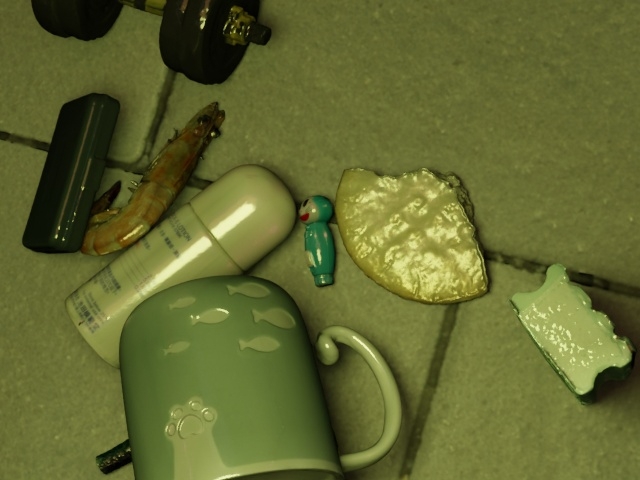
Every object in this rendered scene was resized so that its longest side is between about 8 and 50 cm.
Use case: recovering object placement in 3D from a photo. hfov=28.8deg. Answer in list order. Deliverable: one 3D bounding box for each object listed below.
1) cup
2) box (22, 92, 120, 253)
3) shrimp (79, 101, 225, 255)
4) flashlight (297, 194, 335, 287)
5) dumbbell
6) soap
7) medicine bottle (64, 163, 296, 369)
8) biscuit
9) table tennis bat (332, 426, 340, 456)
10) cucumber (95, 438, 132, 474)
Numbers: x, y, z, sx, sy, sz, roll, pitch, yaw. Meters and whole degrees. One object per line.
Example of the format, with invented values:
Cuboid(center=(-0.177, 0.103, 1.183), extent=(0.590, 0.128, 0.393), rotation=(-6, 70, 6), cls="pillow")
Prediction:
Cuboid(center=(-0.075, 0.196, 1.592), extent=(0.357, 0.259, 0.274), rotation=(-7, 65, -15), cls="cup")
Cuboid(center=(-0.358, -0.094, 1.784), extent=(0.050, 0.160, 0.230), rotation=(19, 80, -28), cls="box")
Cuboid(center=(-0.251, -0.088, 1.790), extent=(0.169, 0.058, 0.296), rotation=(4, 49, 43), cls="shrimp")
Cuboid(center=(0.000, 0.000, 1.739), extent=(0.051, 0.051, 0.129), rotation=(-11, 81, 9), cls="flashlight")
Cuboid(center=(-0.251, -0.348, 1.793), extent=(0.388, 0.185, 0.185), rotation=(20, 83, 15), cls="dumbbell")
Cuboid(center=(0.311, 0.122, 1.540), extent=(0.094, 0.261, 0.150), rotation=(-42, 73, 4), cls="soap")
Cuboid(center=(-0.183, 0.026, 1.725), extent=(0.341, 0.130, 0.130), rotation=(-39, 74, 1), cls="medicine bottle")
Cuboid(center=(0.131, -0.017, 1.720), extent=(0.265, 0.040, 0.188), rotation=(35, 89, 16), cls="biscuit")
Cuboid(center=(-0.028, 0.326, 1.675), extent=(0.369, 0.054, 0.224), rotation=(21, 81, 19), cls="table tennis bat")
Cuboid(center=(-0.249, 0.283, 1.735), extent=(0.133, 0.032, 0.032), rotation=(-28, 74, 3), cls="cucumber")
